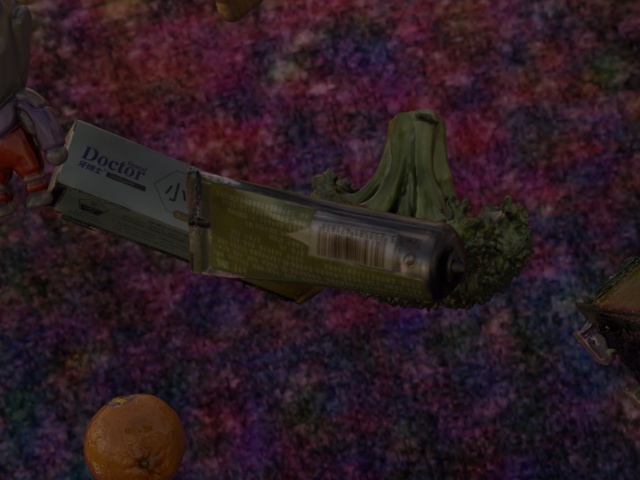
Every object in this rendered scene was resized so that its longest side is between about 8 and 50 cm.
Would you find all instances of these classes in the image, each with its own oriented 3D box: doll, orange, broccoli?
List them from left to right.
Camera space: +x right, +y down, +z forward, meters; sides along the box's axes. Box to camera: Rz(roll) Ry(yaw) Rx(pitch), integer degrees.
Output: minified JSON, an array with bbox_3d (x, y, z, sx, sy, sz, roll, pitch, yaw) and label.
[{"bbox_3d":[-0.247,-0.130,0.712,0.102,0.228,0.075,-12,8,12],"label":"doll"},{"bbox_3d":[-0.324,0.356,1.744,0.155,0.178,0.177,-5,24,47],"label":"orange"},{"bbox_3d":[0.118,-0.018,1.314,0.288,0.235,0.260,12,48,-27],"label":"broccoli"}]

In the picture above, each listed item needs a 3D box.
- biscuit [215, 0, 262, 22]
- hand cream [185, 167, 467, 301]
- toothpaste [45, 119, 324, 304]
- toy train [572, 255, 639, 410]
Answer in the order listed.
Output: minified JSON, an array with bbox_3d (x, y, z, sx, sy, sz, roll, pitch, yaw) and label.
[{"bbox_3d":[-0.084,-0.347,0.933,0.030,0.250,0.160,22,59,43],"label":"biscuit"},{"bbox_3d":[0.000,0.000,0.739,0.235,0.086,0.055,9,18,26],"label":"hand cream"},{"bbox_3d":[-0.137,-0.025,1.078,0.071,0.312,0.089,-38,36,54],"label":"toothpaste"},{"bbox_3d":[0.291,0.050,0.672,0.177,0.134,0.261,-41,-2,0],"label":"toy train"}]
